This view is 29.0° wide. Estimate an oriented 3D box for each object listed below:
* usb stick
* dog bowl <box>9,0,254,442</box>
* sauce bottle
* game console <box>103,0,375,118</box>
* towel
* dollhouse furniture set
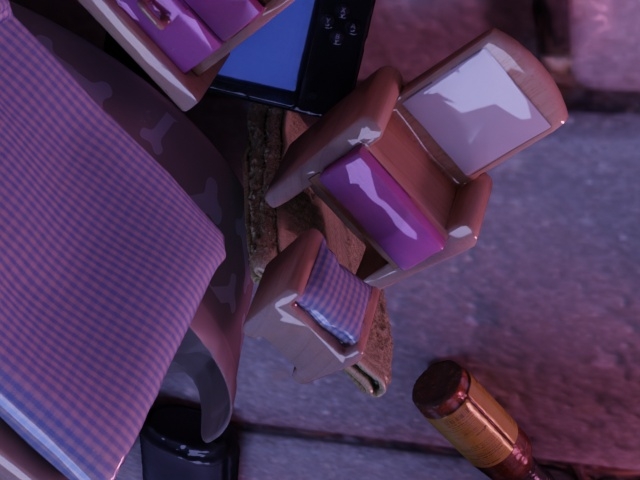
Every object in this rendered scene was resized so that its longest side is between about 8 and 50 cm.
[{"bbox_3d":[-0.105,0.219,0.991,0.077,0.045,0.278,14,141,5],"label":"usb stick"},{"bbox_3d":[-0.191,-0.010,0.669,0.348,0.102,0.349,17,153,9],"label":"dog bowl"},{"bbox_3d":[0.109,0.129,0.801,0.042,0.042,0.128,-17,127,36],"label":"sauce bottle"},{"bbox_3d":[-0.039,-0.117,0.547,0.122,0.071,0.107,14,98,7],"label":"game console"},{"bbox_3d":[0.000,0.000,0.617,0.027,0.148,0.110,-28,125,18],"label":"towel"},{"bbox_3d":[-0.027,-0.052,0.392,0.198,0.303,0.286,-32,111,33],"label":"dollhouse furniture set"}]
